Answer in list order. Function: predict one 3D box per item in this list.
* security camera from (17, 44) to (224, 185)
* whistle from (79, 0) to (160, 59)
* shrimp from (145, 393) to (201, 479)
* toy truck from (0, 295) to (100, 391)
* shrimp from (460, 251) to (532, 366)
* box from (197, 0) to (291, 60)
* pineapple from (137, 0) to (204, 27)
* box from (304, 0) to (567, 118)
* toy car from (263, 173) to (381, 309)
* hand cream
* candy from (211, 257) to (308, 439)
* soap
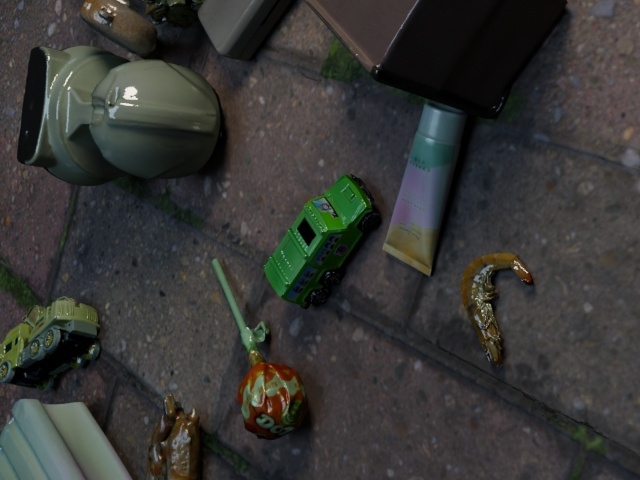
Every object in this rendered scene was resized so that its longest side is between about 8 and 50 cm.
[{"bbox_3d":[-0.256,-0.166,1.423,0.277,0.191,0.197,7,89,45],"label":"security camera"},{"bbox_3d":[-0.262,-0.290,1.452,0.107,0.220,0.057,31,91,7],"label":"whistle"},{"bbox_3d":[-0.203,0.289,1.386,0.132,0.052,0.187,23,103,47],"label":"shrimp"},{"bbox_3d":[-0.416,0.147,1.619,0.191,0.085,0.116,-33,51,36],"label":"toy truck"},{"bbox_3d":[0.176,0.063,1.036,0.083,0.023,0.114,-30,59,38],"label":"shrimp"},{"bbox_3d":[-0.064,-0.348,1.342,0.243,0.055,0.103,-50,51,30],"label":"box"},{"bbox_3d":[-0.236,-0.422,1.446,0.262,0.262,0.271,-28,77,41],"label":"pineapple"},{"bbox_3d":[0.090,-0.269,1.066,0.153,0.188,0.252,-55,46,26],"label":"box"},{"bbox_3d":[0.000,0.000,1.207,0.165,0.062,0.071,-55,48,26],"label":"toy car"},{"bbox_3d":[0.112,-0.056,1.116,0.076,0.047,0.174,32,115,44],"label":"hand cream"},{"bbox_3d":[-0.089,0.123,1.290,0.287,0.078,0.084,61,138,43],"label":"candy"},{"bbox_3d":[-0.349,0.394,1.480,0.347,0.115,0.208,44,116,42],"label":"soap"}]
